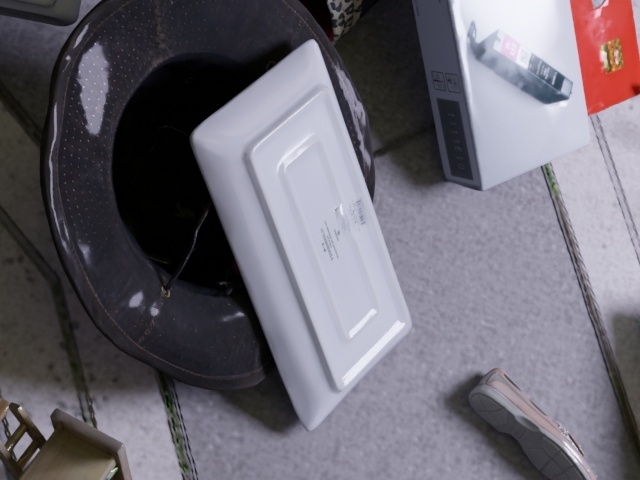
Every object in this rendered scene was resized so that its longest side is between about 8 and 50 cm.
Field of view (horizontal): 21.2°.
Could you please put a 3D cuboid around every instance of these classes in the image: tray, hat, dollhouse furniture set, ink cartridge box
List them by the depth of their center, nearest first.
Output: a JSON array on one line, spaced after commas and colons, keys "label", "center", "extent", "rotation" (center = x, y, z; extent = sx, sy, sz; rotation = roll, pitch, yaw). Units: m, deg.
[{"label": "dollhouse furniture set", "center": [-0.246, 0.199, 1.181], "extent": [0.161, 0.101, 0.182], "rotation": [26, 60, 17]}, {"label": "hat", "center": [-0.110, -0.055, 1.269], "extent": [0.331, 0.134, 0.331], "rotation": [-11, 106, -46]}, {"label": "tray", "center": [0.000, 0.000, 1.280], "extent": [0.145, 0.030, 0.270], "rotation": [-43, 126, -36]}, {"label": "ink cartridge box", "center": [0.187, -0.209, 1.439], "extent": [0.239, 0.060, 0.275], "rotation": [-23, 113, -27]}]

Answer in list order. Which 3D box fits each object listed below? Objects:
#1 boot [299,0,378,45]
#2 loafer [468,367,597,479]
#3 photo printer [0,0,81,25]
[{"label": "boot", "center": [0.039, -0.287, 1.407], "extent": [0.085, 0.236, 0.178], "rotation": [30, 59, 35]}, {"label": "loafer", "center": [0.178, 0.151, 1.379], "extent": [0.125, 0.045, 0.039], "rotation": [41, 54, 0]}, {"label": "photo printer", "center": [-0.281, -0.332, 1.269], "extent": [0.256, 0.107, 0.308], "rotation": [9, 90, -3]}]
